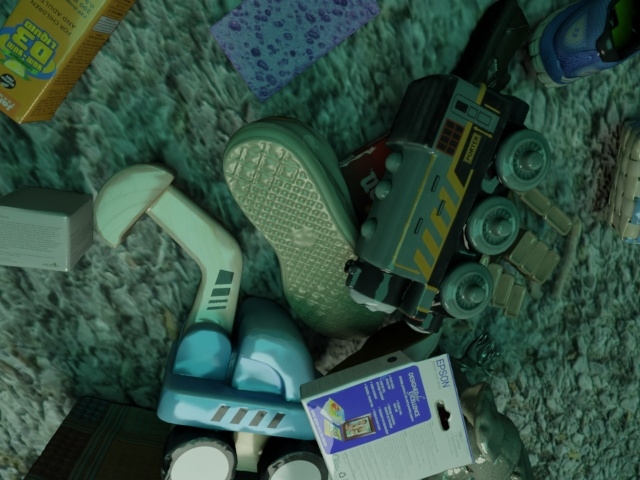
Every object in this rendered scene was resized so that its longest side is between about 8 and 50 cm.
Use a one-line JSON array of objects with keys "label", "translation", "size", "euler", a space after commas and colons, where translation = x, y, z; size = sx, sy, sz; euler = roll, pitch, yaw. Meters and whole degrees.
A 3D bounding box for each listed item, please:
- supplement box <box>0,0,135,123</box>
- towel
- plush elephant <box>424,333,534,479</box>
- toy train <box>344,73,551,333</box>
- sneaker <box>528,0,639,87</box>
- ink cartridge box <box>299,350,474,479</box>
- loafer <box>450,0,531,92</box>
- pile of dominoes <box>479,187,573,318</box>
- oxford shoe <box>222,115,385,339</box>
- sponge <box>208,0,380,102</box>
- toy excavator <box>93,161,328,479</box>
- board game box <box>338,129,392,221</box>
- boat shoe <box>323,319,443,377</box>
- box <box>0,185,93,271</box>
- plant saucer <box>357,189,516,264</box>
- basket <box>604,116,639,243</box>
[{"label": "supplement box", "translation": [-0.328, -0.258, 0.538], "size": [0.078, 0.080, 0.233], "euler": [39, 104, -19]}, {"label": "towel", "translation": [-0.249, 0.364, 0.710], "size": [0.370, 0.271, 0.040], "euler": [18, 93, -14]}, {"label": "plush elephant", "translation": [0.239, 0.345, 0.776], "size": [0.330, 0.255, 0.272], "euler": [-38, 113, 8]}, {"label": "toy train", "translation": [0.154, -0.046, 0.563], "size": [0.190, 0.142, 0.334], "euler": [19, 96, -20]}, {"label": "sneaker", "translation": [0.451, -0.328, 0.574], "size": [0.330, 0.147, 0.130], "euler": [-43, 113, -3]}, {"label": "ink cartridge box", "translation": [0.098, 0.264, 0.618], "size": [0.208, 0.045, 0.206], "euler": [-17, 109, 1]}, {"label": "loafer", "translation": [0.237, -0.231, 0.629], "size": [0.078, 0.080, 0.220], "euler": [23, 107, -16]}, {"label": "pile of dominoes", "translation": [0.281, -0.011, 0.703], "size": [0.251, 0.040, 0.196], "euler": [35, 89, -17]}, {"label": "oxford shoe", "translation": [0.000, 0.000, 0.666], "size": [0.169, 0.130, 0.449], "euler": [-12, 130, 17]}, {"label": "sponge", "translation": [-0.034, -0.300, 0.588], "size": [0.210, 0.031, 0.117], "euler": [-35, 113, 6]}, {"label": "toy excavator", "translation": [-0.151, 0.141, 0.684], "size": [0.433, 0.222, 0.445], "euler": [15, 97, -16]}, {"label": "board game box", "translation": [0.150, -0.037, 0.685], "size": [0.145, 0.027, 0.281], "euler": [-31, 113, 6]}, {"label": "boat shoe", "translation": [0.117, 0.219, 0.735], "size": [0.277, 0.098, 0.096], "euler": [-22, 103, -37]}, {"label": "box", "translation": [-0.393, -0.019, 0.615], "size": [0.102, 0.101, 0.087], "euler": [8, 111, -12]}, {"label": "plant saucer", "translation": [0.194, -0.021, 0.734], "size": [0.278, 0.041, 0.278], "euler": [-3, 113, -6]}, {"label": "basket", "translation": [0.622, -0.098, 0.659], "size": [0.289, 0.201, 0.255], "euler": [7, 116, 23]}]
